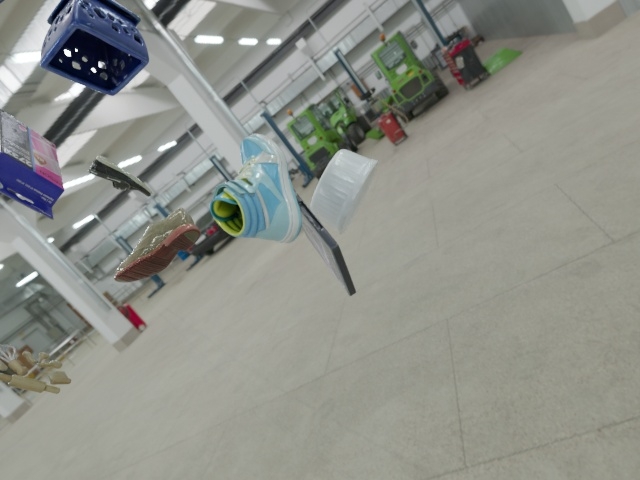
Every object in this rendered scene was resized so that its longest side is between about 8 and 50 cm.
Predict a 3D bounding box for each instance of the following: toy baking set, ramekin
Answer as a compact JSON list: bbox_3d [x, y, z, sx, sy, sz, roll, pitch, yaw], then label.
[{"bbox_3d":[-0.841,0.357,1.168,0.197,0.256,0.030,25,83,51],"label":"toy baking set"},{"bbox_3d":[0.076,-0.171,1.406,0.277,0.135,0.277,-60,-8,-14],"label":"ramekin"}]

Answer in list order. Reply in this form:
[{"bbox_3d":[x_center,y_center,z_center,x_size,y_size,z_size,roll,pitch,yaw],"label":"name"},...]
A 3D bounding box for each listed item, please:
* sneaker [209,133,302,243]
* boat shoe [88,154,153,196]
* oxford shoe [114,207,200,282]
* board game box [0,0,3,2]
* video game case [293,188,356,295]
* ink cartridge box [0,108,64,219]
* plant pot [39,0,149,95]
[{"bbox_3d":[-0.180,-0.141,0.996,0.208,0.319,0.127,0,-33,-41],"label":"sneaker"},{"bbox_3d":[-0.750,-0.227,1.572,0.079,0.233,0.084,-57,36,-1],"label":"boat shoe"},{"bbox_3d":[-0.577,0.021,1.447,0.348,0.130,0.123,-33,-23,4],"label":"oxford shoe"},{"bbox_3d":[-0.741,-0.582,0.777,0.042,0.243,0.165,-52,6,-16],"label":"board game box"},{"bbox_3d":[0.000,0.000,1.106,0.026,0.196,0.274,-31,45,-8],"label":"video game case"},{"bbox_3d":[-0.817,-0.218,1.147,0.069,0.176,0.371,-40,51,3],"label":"ink cartridge box"},{"bbox_3d":[-0.703,-0.633,1.296,0.236,0.212,0.236,-22,-20,32],"label":"plant pot"}]
